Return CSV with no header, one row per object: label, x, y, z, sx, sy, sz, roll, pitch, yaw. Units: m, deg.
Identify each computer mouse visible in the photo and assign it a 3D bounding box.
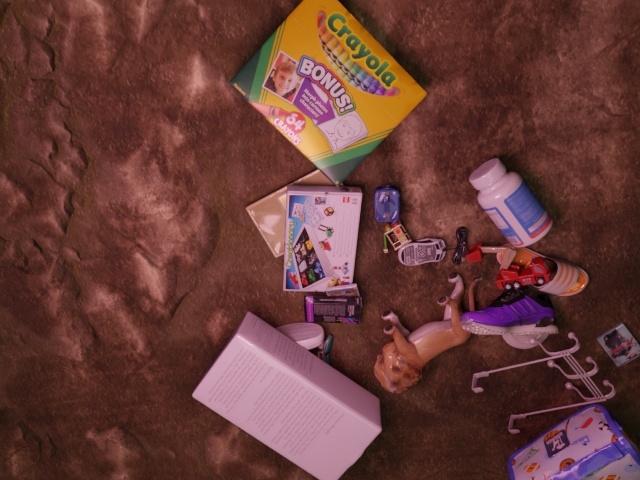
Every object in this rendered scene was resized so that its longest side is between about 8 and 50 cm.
computer mouse,0.306,0.023,1.536,0.193,0.042,0.106,-6,113,-1

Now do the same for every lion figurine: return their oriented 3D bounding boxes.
lion figurine,0.312,0.271,1.569,0.392,0.142,0.240,-27,112,7

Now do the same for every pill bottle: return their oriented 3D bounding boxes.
pill bottle,0.486,-0.100,1.440,0.124,0.124,0.221,-37,103,14

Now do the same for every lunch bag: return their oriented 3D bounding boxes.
lunch bag,0.178,-0.100,1.487,0.067,0.065,0.098,-3,109,4
lunch bag,0.715,0.627,1.541,0.328,0.239,0.385,-39,147,14

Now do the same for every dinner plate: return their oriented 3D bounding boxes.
dinner plate,0.594,0.253,1.610,0.141,0.017,0.141,1,107,2

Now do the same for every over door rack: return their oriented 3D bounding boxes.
over door rack,0.630,0.402,1.604,0.324,0.108,0.239,-32,113,27

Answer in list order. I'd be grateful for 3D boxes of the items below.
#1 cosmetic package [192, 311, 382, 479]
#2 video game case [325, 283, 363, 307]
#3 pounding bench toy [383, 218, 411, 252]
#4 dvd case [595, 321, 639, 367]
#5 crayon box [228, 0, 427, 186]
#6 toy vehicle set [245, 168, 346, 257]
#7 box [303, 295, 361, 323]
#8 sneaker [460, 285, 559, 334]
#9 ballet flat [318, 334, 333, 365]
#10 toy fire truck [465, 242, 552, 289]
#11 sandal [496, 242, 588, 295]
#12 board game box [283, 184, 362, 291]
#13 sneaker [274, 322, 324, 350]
cosmetic package,-0.082,0.424,1.507,0.453,0.161,0.230,36,105,-5
video game case,0.068,0.161,1.572,0.087,0.011,0.122,-8,144,8
pounding bench toy,0.195,-0.011,1.523,0.083,0.052,0.065,-32,104,13
dvd case,0.866,0.303,1.612,0.087,0.013,0.119,-37,104,14
crayon box,0.018,-0.370,1.366,0.363,0.106,0.313,42,98,-11
toy vehicle set,-0.048,-0.082,1.521,0.267,0.035,0.166,-26,105,11
box,0.034,0.196,1.584,0.162,0.029,0.116,3,145,3
sneaker,0.510,0.184,1.528,0.293,0.102,0.146,5,78,-19
ballet flat,0.011,0.329,1.656,0.041,0.041,0.114,6,108,1
toy fire truck,0.502,0.061,1.491,0.192,0.047,0.135,-15,111,35
sandal,0.607,0.092,1.522,0.265,0.076,0.102,21,109,-4
board game box,0.000,0.000,1.498,0.193,0.053,0.305,2,120,-5
sneaker,-0.106,0.347,1.639,0.293,0.108,0.169,-14,110,17
